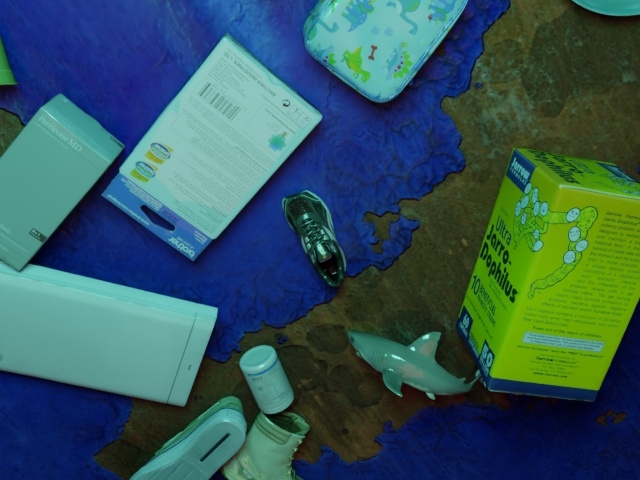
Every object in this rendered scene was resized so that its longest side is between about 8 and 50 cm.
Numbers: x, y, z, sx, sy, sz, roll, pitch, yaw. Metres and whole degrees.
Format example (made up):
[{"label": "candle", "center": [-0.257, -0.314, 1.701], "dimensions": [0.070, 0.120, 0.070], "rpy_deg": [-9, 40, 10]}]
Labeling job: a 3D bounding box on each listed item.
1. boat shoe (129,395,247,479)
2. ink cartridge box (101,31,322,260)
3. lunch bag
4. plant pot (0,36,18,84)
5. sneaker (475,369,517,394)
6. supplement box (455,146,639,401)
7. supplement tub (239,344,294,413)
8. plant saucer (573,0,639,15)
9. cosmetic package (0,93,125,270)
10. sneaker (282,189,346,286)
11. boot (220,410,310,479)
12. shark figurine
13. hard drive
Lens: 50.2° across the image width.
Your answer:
[{"label": "boat shoe", "center": [-0.245, 0.409, 1.270], "dimensions": [0.302, 0.094, 0.109], "rpy_deg": [-40, 103, 11]}, {"label": "ink cartridge box", "center": [-0.168, -0.136, 1.048], "dimensions": [0.186, 0.065, 0.311], "rpy_deg": [37, 103, -20]}, {"label": "lunch bag", "center": [0.092, -0.320, 0.975], "dimensions": [0.176, 0.090, 0.219], "rpy_deg": [32, 108, -17]}, {"label": "plant pot", "center": [-0.472, -0.257, 0.957], "dimensions": [0.083, 0.083, 0.079], "rpy_deg": [-3, 102, -5]}, {"label": "sneaker", "center": [0.347, 0.277, 1.302], "dimensions": [0.109, 0.044, 0.040], "rpy_deg": [18, 109, -15]}, {"label": "supplement box", "center": [0.382, 0.055, 1.121], "dimensions": [0.195, 0.194, 0.356], "rpy_deg": [8, 113, -10]}, {"label": "supplement tub", "center": [-0.096, 0.249, 1.227], "dimensions": [0.071, 0.071, 0.107], "rpy_deg": [-19, 116, 3]}, {"label": "plant saucer", "center": [0.446, -0.484, 0.964], "dimensions": [0.318, 0.043, 0.317], "rpy_deg": [-2, 114, -4]}, {"label": "cosmetic package", "center": [-0.419, -0.087, 1.022], "dimensions": [0.127, 0.107, 0.238], "rpy_deg": [38, 109, -18]}, {"label": "sneaker", "center": [0.000, 0.000, 1.119], "dimensions": [0.072, 0.077, 0.178], "rpy_deg": [-30, 113, 6]}, {"label": "boot", "center": [-0.062, 0.419, 1.307], "dimensions": [0.213, 0.077, 0.165], "rpy_deg": [31, 106, -15]}, {"label": "shark figurine", "center": [0.198, 0.213, 1.198], "dimensions": [0.278, 0.166, 0.116], "rpy_deg": [22, 100, -16]}, {"label": "hard drive", "center": [-0.374, 0.162, 1.144], "dimensions": [0.353, 0.047, 0.233], "rpy_deg": [15, 127, -12]}]
